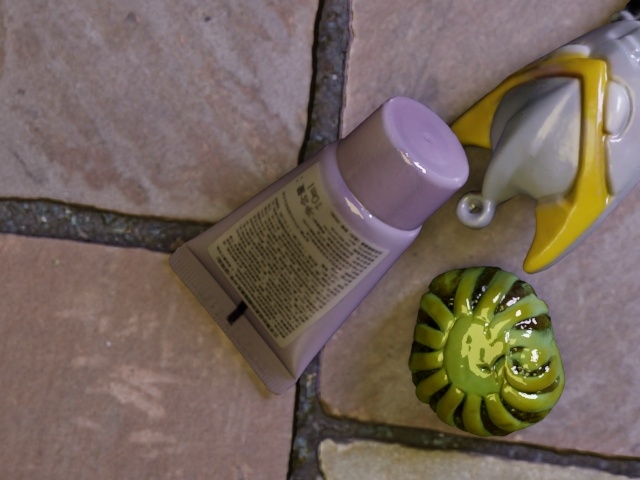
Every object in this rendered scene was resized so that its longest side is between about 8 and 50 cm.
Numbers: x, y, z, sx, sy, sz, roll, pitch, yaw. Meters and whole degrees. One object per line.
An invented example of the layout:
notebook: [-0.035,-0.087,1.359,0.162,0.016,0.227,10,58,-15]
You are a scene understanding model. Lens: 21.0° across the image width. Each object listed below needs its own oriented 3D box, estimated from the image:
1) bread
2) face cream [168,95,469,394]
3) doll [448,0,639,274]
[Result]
bread: [0.134,0.091,1.404,0.130,0.071,0.139,5,96,16]
face cream: [0.000,0.000,1.409,0.154,0.096,0.274,50,122,2]
doll: [0.233,-0.112,1.349,0.316,0.103,0.145,-39,82,8]
